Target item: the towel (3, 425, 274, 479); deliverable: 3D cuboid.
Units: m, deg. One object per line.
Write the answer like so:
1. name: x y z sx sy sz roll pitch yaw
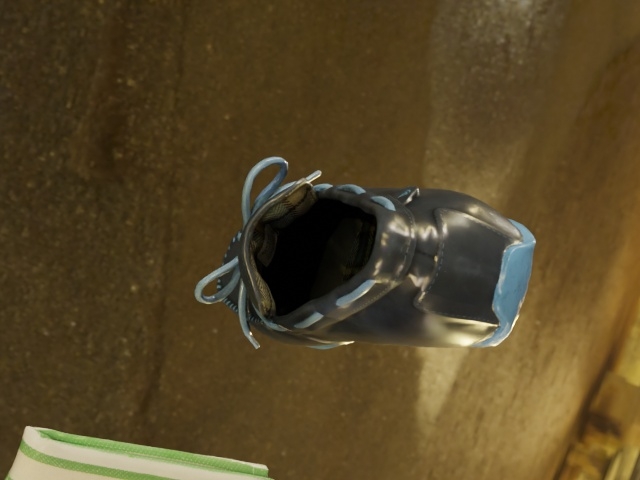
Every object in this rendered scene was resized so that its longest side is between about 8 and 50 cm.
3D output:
1. towel: -0.206 0.329 0.989 0.325 0.247 0.038 -67 -156 19

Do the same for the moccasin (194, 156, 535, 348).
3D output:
1. moccasin: 0.000 0.000 0.707 0.116 0.342 0.138 18 75 -26
